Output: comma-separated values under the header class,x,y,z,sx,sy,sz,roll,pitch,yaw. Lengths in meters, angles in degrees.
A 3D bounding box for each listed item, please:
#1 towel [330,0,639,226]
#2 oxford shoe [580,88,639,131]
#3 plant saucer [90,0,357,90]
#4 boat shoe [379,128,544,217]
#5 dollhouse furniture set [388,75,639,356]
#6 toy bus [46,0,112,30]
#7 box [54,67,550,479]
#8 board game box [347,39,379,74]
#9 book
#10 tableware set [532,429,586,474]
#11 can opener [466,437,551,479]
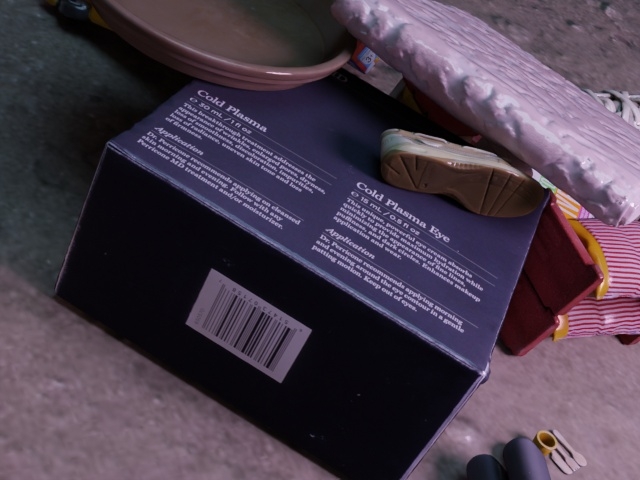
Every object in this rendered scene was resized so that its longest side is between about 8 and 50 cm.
class,x,y,z,sx,sy,sz,roll,pitch,yaw
towel,0.201,-0.140,1.011,0.332,0.053,0.317,39,22,17
oxford shoe,0.401,-0.157,1.418,0.449,0.130,0.169,10,42,-21
plant saucer,-0.099,-0.224,0.949,0.277,0.041,0.278,17,36,-13
boat shoe,0.125,-0.062,0.887,0.153,0.056,0.048,11,43,-12
dollhouse furniture set,0.247,-0.061,1.147,0.201,0.152,0.374,-2,53,-34
toy bus,-0.154,-0.272,1.156,0.332,0.108,0.130,25,20,20
box,0.000,0.000,0.925,0.343,0.179,0.312,32,37,4
board game box,-0.008,-0.356,1.249,0.275,0.144,0.142,36,5,-47
book,0.312,-0.032,1.293,0.144,0.035,0.096,30,42,0
tableware set,0.243,0.238,0.930,0.104,0.024,0.154,-13,53,-42
can opener,0.184,0.297,0.803,0.095,0.076,0.283,46,24,-34
